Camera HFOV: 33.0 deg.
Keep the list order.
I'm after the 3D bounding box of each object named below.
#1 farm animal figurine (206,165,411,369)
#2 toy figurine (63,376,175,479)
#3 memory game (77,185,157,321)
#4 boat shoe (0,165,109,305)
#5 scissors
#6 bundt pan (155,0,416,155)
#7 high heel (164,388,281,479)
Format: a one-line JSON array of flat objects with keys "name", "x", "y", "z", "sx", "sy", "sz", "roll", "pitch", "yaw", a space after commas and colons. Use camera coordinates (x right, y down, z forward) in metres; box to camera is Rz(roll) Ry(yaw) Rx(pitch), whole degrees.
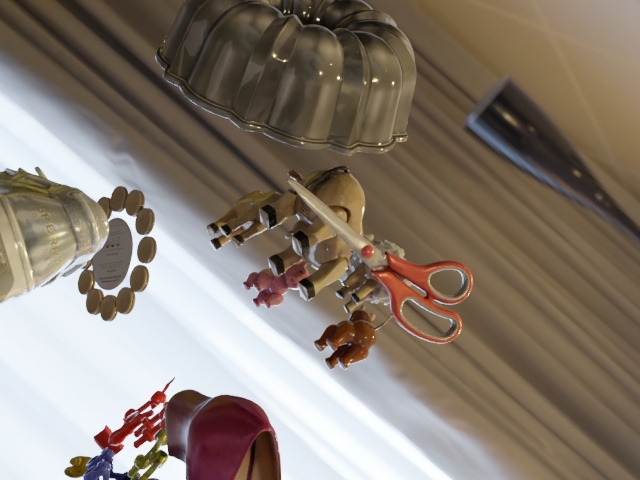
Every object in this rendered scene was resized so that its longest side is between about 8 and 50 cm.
[{"name": "farm animal figurine", "x": 0.000, "y": 0.000, "z": 1.550, "sx": 0.172, "sy": 0.330, "sz": 0.327, "roll": -36, "pitch": 161, "yaw": -24}, {"name": "toy figurine", "x": -0.198, "y": 0.353, "z": 1.381, "sx": 0.191, "sy": 0.217, "sz": 0.362, "roll": -38, "pitch": -169, "yaw": 0}, {"name": "memory game", "x": -0.273, "y": 0.017, "z": 1.439, "sx": 0.012, "sy": 0.186, "sz": 0.186, "roll": 13, "pitch": 130, "yaw": -43}, {"name": "boat shoe", "x": -0.259, "y": -0.009, "z": 0.950, "sx": 0.103, "sy": 0.118, "sz": 0.320, "roll": -17, "pitch": -174, "yaw": -18}, {"name": "scissors", "x": 0.065, "y": 0.032, "z": 1.323, "sx": 0.109, "sy": 0.297, "sz": 0.021, "roll": -63, "pitch": -158, "yaw": 1}, {"name": "bundt pan", "x": -0.026, "y": -0.236, "z": 1.316, "sx": 0.331, "sy": 0.331, "sz": 0.124, "roll": -56, "pitch": 169, "yaw": -62}, {"name": "high heel", "x": -0.087, "y": 0.354, "z": 1.205, "sx": 0.127, "sy": 0.377, "sz": 0.181, "roll": -21, "pitch": -165, "yaw": -31}]
